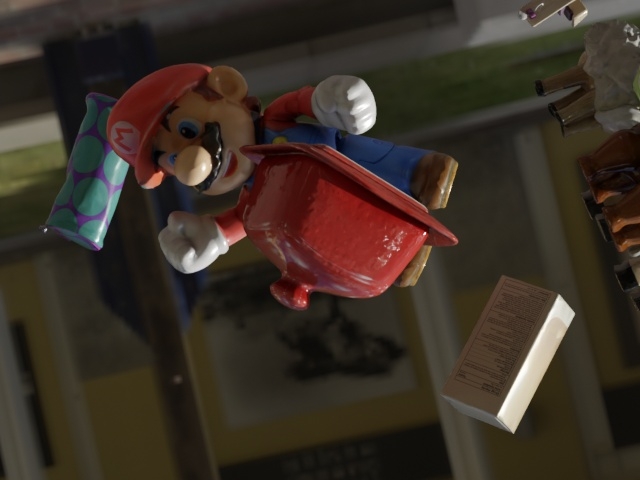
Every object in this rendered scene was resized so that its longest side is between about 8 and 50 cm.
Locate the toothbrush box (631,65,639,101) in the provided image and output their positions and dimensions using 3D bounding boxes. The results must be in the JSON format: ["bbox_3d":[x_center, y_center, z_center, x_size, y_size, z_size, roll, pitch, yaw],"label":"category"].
[{"bbox_3d":[0.339,-0.058,1.069,0.206,0.122,0.283,9,-149,-14],"label":"toothbrush box"}]

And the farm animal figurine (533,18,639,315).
[{"bbox_3d":[0.313,0.012,1.293,0.172,0.330,0.327,-24,-153,6],"label":"farm animal figurine"}]

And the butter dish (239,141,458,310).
[{"bbox_3d":[0.000,0.000,1.370,0.160,0.118,0.160,31,170,-19],"label":"butter dish"}]

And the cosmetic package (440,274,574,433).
[{"bbox_3d":[0.153,0.092,1.409,0.060,0.115,0.041,21,166,38],"label":"cosmetic package"}]

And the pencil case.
[{"bbox_3d":[-0.229,-0.070,1.746,0.064,0.152,0.070,22,173,-41],"label":"pencil case"}]

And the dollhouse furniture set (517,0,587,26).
[{"bbox_3d":[0.230,-0.285,1.897,0.081,0.114,0.091,-31,162,-4],"label":"dollhouse furniture set"}]

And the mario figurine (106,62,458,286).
[{"bbox_3d":[-0.046,-0.056,1.580,0.320,0.198,0.170,18,169,3],"label":"mario figurine"}]
